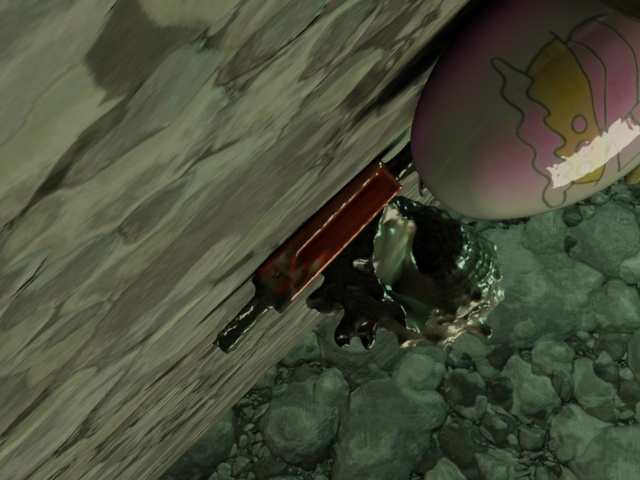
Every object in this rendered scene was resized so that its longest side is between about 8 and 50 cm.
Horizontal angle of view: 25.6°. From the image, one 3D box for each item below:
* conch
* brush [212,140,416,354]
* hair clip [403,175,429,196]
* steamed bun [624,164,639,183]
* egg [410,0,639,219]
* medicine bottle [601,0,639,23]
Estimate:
[{"bbox_3d":[0.107,0.051,1.737,0.186,0.240,0.313,-60,158,17],"label":"conch"},{"bbox_3d":[-0.001,0.000,1.513,0.323,0.051,0.070,-46,-178,-18],"label":"brush"},{"bbox_3d":[0.177,-0.148,1.735,0.220,0.054,0.140,-48,163,0],"label":"hair clip"},{"bbox_3d":[0.540,-0.227,2.169,0.247,0.189,0.428,116,-8,-55],"label":"steamed bun"},{"bbox_3d":[0.197,-0.127,1.203,0.271,0.196,0.196,-36,172,-30],"label":"egg"},{"bbox_3d":[0.330,-0.290,1.141,0.322,0.151,0.151,-39,173,-46],"label":"medicine bottle"}]
